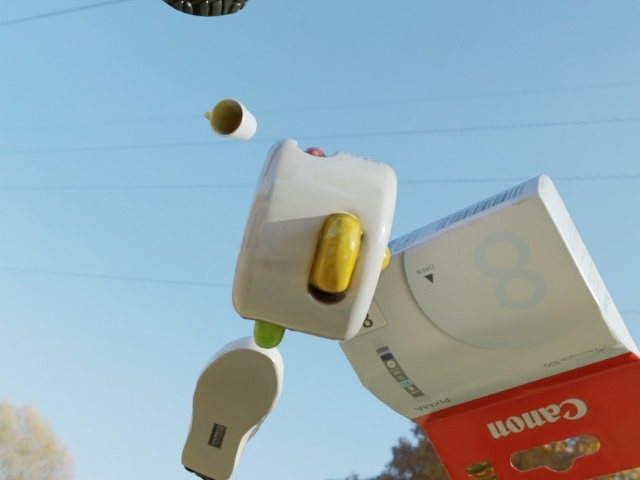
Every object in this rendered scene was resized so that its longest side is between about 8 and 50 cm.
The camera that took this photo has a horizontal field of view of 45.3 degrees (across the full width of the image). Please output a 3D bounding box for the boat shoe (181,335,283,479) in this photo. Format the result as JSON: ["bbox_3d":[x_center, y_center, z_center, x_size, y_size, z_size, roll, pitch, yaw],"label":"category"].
[{"bbox_3d":[-0.133,0.233,1.230,0.127,0.158,0.341,25,-52,-4],"label":"boat shoe"}]

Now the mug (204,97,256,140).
[{"bbox_3d":[-0.139,-0.193,1.227,0.078,0.062,0.064,50,13,23],"label":"mug"}]

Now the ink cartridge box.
[{"bbox_3d":[0.210,0.155,0.921,0.308,0.091,0.385,-25,-83,29],"label":"ink cartridge box"}]

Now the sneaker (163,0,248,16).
[{"bbox_3d":[-0.211,-0.359,0.905,0.283,0.124,0.107,11,-55,-27],"label":"sneaker"}]

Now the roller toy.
[{"bbox_3d":[0.000,0.000,0.778,0.146,0.191,0.209,14,-36,-1],"label":"roller toy"}]
